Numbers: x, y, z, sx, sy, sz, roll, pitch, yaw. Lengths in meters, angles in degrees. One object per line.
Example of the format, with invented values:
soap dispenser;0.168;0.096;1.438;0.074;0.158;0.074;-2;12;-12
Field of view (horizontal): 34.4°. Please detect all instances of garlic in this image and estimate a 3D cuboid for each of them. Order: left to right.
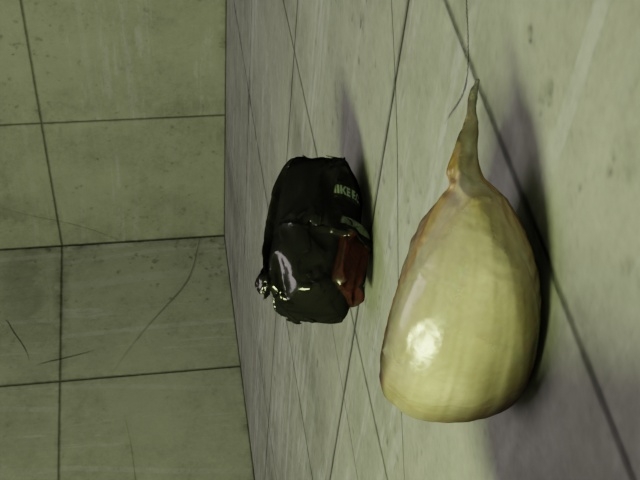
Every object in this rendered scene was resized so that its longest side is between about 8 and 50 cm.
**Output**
garlic;0.080;0.023;0.608;0.128;0.090;0.198;-85;-6;-51

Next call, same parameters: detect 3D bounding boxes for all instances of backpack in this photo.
backpack;-0.001;-0.003;1.036;0.120;0.106;0.165;52;-134;-67
